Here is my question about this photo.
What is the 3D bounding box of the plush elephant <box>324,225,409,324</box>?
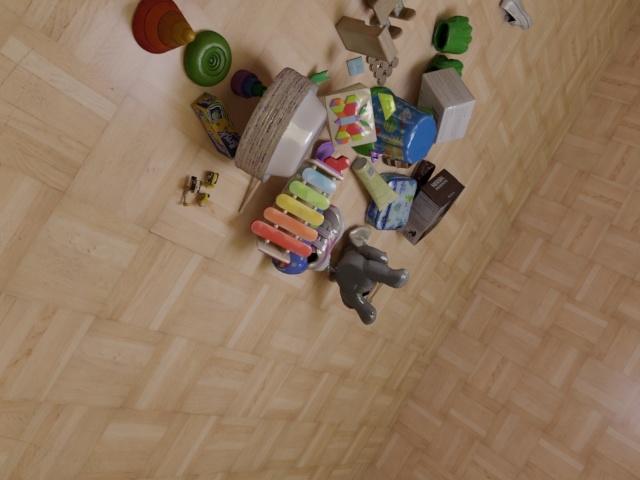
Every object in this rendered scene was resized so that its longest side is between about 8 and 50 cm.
[{"bbox_3d":[0.154,0.102,2.023,0.271,0.330,0.255,-64,171,29],"label":"plush elephant"}]

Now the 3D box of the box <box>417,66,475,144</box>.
[{"bbox_3d":[0.432,-0.469,1.899,0.119,0.182,0.181,-16,149,-10],"label":"box"}]

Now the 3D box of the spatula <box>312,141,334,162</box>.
[{"bbox_3d":[-0.017,-0.181,1.760,0.084,0.030,0.296,-9,122,-48],"label":"spatula"}]

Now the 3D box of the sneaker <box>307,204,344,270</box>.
[{"bbox_3d":[0.000,0.000,1.840,0.111,0.103,0.252,-18,129,-61],"label":"sneaker"}]

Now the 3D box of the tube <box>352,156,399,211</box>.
[{"bbox_3d":[0.194,-0.200,1.948,0.240,0.070,0.062,45,51,-41],"label":"tube"}]

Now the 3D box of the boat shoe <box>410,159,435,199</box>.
[{"bbox_3d":[0.400,-0.231,2.231,0.073,0.073,0.207,9,109,-58],"label":"boat shoe"}]

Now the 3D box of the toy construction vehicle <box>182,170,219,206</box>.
[{"bbox_3d":[-0.314,-0.135,1.410,0.086,0.035,0.098,-15,130,-60],"label":"toy construction vehicle"}]

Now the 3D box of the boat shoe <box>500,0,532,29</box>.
[{"bbox_3d":[0.790,-0.922,2.226,0.226,0.083,0.075,26,105,-45],"label":"boat shoe"}]

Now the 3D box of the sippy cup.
[{"bbox_3d":[0.249,-0.364,1.794,0.305,0.224,0.240,-55,146,-7],"label":"sippy cup"}]

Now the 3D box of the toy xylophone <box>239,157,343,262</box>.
[{"bbox_3d":[-0.092,-0.100,1.570,0.236,0.081,0.322,20,105,-24],"label":"toy xylophone"}]

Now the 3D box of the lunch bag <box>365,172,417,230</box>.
[{"bbox_3d":[0.271,-0.147,2.098,0.176,0.090,0.219,-2,116,-37],"label":"lunch bag"}]

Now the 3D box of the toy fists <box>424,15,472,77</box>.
[{"bbox_3d":[0.461,-0.666,1.962,0.142,0.096,0.279,-14,128,-32],"label":"toy fists"}]

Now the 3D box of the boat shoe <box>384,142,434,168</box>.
[{"bbox_3d":[0.374,-0.388,2.032,0.324,0.120,0.122,-52,146,-11],"label":"boat shoe"}]

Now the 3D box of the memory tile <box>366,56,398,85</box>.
[{"bbox_3d":[0.201,-0.581,1.758,0.113,0.012,0.148,-56,147,-6],"label":"memory tile"}]

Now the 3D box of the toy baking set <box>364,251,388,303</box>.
[{"bbox_3d":[0.224,0.168,2.346,0.197,0.030,0.256,-37,140,-26],"label":"toy baking set"}]

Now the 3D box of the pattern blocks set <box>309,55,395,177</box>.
[{"bbox_3d":[0.083,-0.360,1.609,0.285,0.026,0.324,-26,119,7],"label":"pattern blocks set"}]

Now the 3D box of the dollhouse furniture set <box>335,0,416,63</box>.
[{"bbox_3d":[0.185,-0.650,1.549,0.242,0.161,0.212,-55,146,-7],"label":"dollhouse furniture set"}]

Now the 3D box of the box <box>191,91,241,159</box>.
[{"bbox_3d":[-0.251,-0.281,1.350,0.054,0.059,0.169,-48,145,-17],"label":"box"}]

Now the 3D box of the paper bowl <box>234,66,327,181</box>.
[{"bbox_3d":[-0.088,-0.276,1.374,0.284,0.148,0.284,-60,-177,6],"label":"paper bowl"}]

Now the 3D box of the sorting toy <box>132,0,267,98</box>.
[{"bbox_3d":[-0.236,-0.405,1.217,0.365,0.126,0.127,22,96,-56],"label":"sorting toy"}]

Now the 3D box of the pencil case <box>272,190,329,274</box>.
[{"bbox_3d":[-0.063,-0.041,1.724,0.133,0.119,0.306,-8,121,-49],"label":"pencil case"}]

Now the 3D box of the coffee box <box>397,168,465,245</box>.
[{"bbox_3d":[0.446,-0.132,2.231,0.168,0.119,0.297,-37,164,-31],"label":"coffee box"}]
